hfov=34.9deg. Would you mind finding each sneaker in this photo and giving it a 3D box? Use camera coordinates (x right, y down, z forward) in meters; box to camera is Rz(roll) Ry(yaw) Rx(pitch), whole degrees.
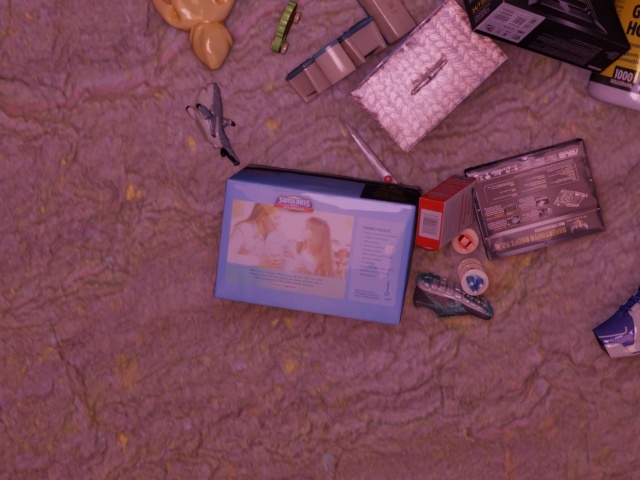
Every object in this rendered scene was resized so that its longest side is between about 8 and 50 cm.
[{"bbox_3d":[0.257,0.125,2.007,0.167,0.065,0.076,24,118,3],"label":"sneaker"},{"bbox_3d":[0.651,0.087,1.941,0.316,0.127,0.182,-24,94,1],"label":"sneaker"}]

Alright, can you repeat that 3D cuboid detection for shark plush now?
[{"bbox_3d":[-0.193,-0.221,1.972,0.067,0.073,0.161,-31,93,-21],"label":"shark plush"}]

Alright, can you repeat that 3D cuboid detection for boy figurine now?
[{"bbox_3d":[-0.227,-0.463,1.909,0.177,0.092,0.285,-21,99,7],"label":"boy figurine"}]

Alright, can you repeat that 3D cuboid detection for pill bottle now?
[{"bbox_3d":[0.608,-0.394,1.807,0.188,0.188,0.333,14,103,1],"label":"pill bottle"}]

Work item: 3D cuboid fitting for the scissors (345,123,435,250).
[{"bbox_3d":[0.136,-0.098,1.985,0.297,0.021,0.109,38,102,-5],"label":"scissors"}]

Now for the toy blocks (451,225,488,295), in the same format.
[{"bbox_3d":[0.284,0.039,1.936,0.054,0.148,0.123,-12,100,6],"label":"toy blocks"}]

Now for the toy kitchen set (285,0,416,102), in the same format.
[{"bbox_3d":[0.040,-0.378,1.921,0.207,0.166,0.122,-38,98,-27],"label":"toy kitchen set"}]

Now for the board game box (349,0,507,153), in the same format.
[{"bbox_3d":[0.186,-0.295,1.808,0.232,0.291,0.141,-43,95,11],"label":"board game box"}]

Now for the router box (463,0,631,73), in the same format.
[{"bbox_3d":[0.365,-0.433,1.734,0.309,0.242,0.081,10,146,-34],"label":"router box"}]

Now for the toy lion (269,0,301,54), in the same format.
[{"bbox_3d":[-0.067,-0.399,1.906,0.034,0.096,0.100,23,102,0],"label":"toy lion"}]

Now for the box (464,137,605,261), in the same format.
[{"bbox_3d":[0.410,-0.078,1.951,0.231,0.056,0.183,-16,99,8],"label":"box"}]

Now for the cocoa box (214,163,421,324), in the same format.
[{"bbox_3d":[0.000,0.000,1.898,0.347,0.228,0.231,8,103,5],"label":"cocoa box"}]

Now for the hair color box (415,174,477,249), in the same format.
[{"bbox_3d":[0.232,-0.054,1.873,0.053,0.167,0.093,14,114,26],"label":"hair color box"}]
